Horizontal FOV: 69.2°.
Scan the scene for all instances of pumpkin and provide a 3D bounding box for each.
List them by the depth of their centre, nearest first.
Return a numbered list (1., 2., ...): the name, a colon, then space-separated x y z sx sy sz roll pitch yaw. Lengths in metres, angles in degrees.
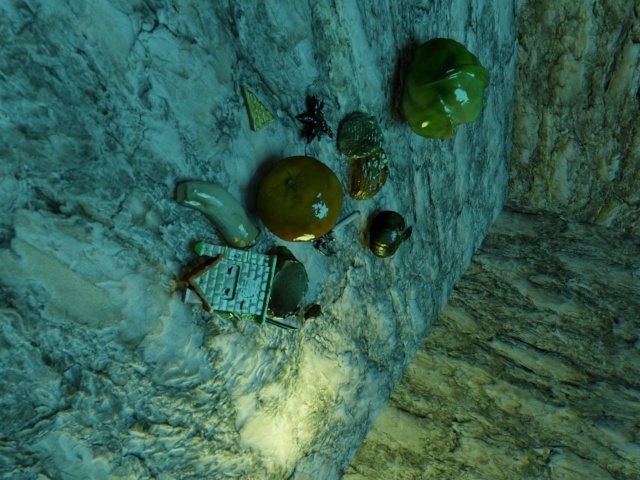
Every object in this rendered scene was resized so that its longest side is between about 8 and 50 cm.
1. pumpkin: 0.311 -0.034 2.221 0.238 0.159 0.238 18 90 -80

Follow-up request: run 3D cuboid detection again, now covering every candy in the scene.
1. candy: -0.217 0.253 1.561 0.323 0.097 0.097 26 87 -23

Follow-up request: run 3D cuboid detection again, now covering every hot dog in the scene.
1. hot dog: 0.207 -0.279 1.961 0.175 0.114 0.259 -31 132 -42

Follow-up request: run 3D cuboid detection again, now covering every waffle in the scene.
1. waffle: -0.186 -0.412 1.393 0.097 0.023 0.153 -45 141 -33

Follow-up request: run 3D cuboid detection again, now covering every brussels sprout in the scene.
1. brussels sprout: 0.526 -0.660 1.982 0.361 0.342 0.426 29 73 -64

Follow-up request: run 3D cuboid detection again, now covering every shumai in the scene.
1. shumai: 0.153 -0.416 1.827 0.142 0.183 0.184 -68 166 -67

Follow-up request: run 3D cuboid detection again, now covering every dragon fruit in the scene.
1. dragon fruit: -0.152 0.161 1.684 0.269 0.130 0.295 -63 147 -8

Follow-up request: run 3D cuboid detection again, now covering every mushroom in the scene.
1. mushroom: -0.289 -0.075 1.383 0.123 0.095 0.351 -45 143 -2

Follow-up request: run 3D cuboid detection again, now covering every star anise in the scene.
1. star anise: -0.021 -0.407 1.609 0.157 0.053 0.213 -48 145 -30
2. star anise: 0.000 0.000 1.919 0.227 0.218 0.148 134 -40 -63

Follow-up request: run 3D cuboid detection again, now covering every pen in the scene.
1. pen: 0.104 -0.078 2.013 0.218 0.026 0.026 -35 135 -41

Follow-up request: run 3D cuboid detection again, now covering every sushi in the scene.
1. sushi: -0.036 0.320 2.018 0.118 0.061 0.060 -26 162 -44

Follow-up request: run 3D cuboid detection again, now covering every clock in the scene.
1. clock: -0.284 0.127 1.415 0.255 0.106 0.220 13 85 -26

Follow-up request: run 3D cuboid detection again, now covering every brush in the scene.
1. brush: 0.466 -0.010 2.591 0.193 0.016 0.063 -42 138 -35

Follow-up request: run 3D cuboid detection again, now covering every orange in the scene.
1. orange: -0.066 -0.133 1.498 0.284 0.283 0.226 -59 160 -13
